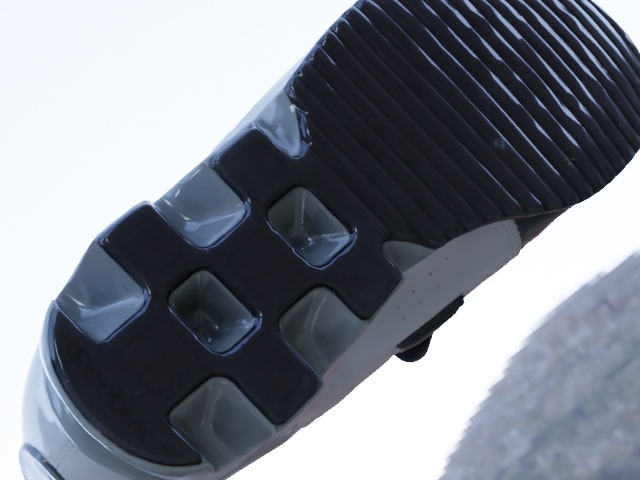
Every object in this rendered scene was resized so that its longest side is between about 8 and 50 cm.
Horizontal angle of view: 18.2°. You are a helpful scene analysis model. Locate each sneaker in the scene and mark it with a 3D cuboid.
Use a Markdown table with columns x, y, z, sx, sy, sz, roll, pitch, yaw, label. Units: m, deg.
| x | y | z | sx | sy | sz | roll | pitch | yaw | label |
| --- | --- | --- | --- | --- | --- | --- | --- | --- | --- |
| 0.000 | 0.000 | 0.812 | 0.330 | 0.122 | 0.146 | -34 | -10 | -33 | sneaker |
